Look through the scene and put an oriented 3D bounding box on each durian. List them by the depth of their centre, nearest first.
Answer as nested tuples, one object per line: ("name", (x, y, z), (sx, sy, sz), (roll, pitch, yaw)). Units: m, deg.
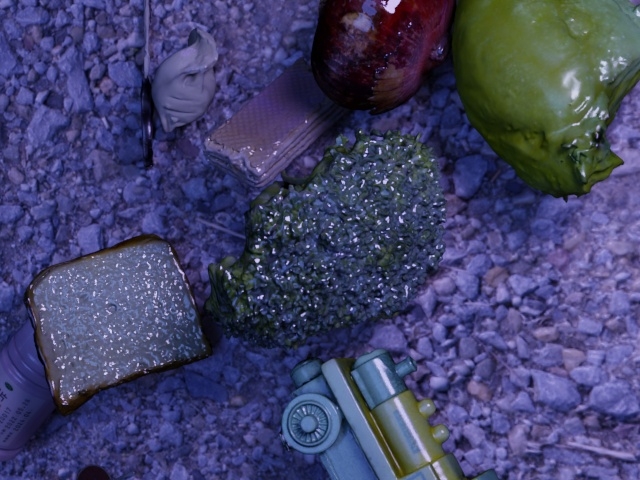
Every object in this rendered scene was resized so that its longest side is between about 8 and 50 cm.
("durian", (0.291, -0.224, 1.308), (0.256, 0.204, 0.340), (-40, 67, -12))

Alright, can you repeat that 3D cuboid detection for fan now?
("fan", (-0.356, 0.405, 1.691), (0.133, 0.005, 0.085), (-27, 77, 23))

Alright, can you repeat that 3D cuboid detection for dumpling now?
("dumpling", (-0.214, -0.257, 1.596), (0.100, 0.169, 0.134), (-1, 55, -9))

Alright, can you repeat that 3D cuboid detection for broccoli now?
("broccoli", (0.016, 0.014, 1.397), (0.375, 0.302, 0.249), (-45, 96, -10))

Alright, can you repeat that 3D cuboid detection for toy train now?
("toy train", (0.098, 0.303, 1.409), (0.237, 0.150, 0.369), (-32, 76, 13))

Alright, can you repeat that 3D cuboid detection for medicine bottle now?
("medicine bottle", (-0.489, 0.238, 1.691), (0.250, 0.133, 0.133), (-47, 71, 16))

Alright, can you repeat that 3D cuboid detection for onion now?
("onion", (0.087, -0.287, 1.378), (0.190, 0.246, 0.246), (25, 99, 9))

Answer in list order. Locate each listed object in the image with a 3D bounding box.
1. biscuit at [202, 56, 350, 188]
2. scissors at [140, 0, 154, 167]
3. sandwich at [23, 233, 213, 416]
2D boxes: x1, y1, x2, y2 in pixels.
("biscuit", (-0.053, -0.169, 1.463), (0.108, 0.062, 0.239), (28, 56, 26))
("scissors", (-0.278, -0.266, 1.644), (0.022, 0.109, 0.300), (0, 75, -8))
("sandwich", (-0.317, 0.123, 1.578), (0.251, 0.087, 0.226), (-20, 80, -12))
